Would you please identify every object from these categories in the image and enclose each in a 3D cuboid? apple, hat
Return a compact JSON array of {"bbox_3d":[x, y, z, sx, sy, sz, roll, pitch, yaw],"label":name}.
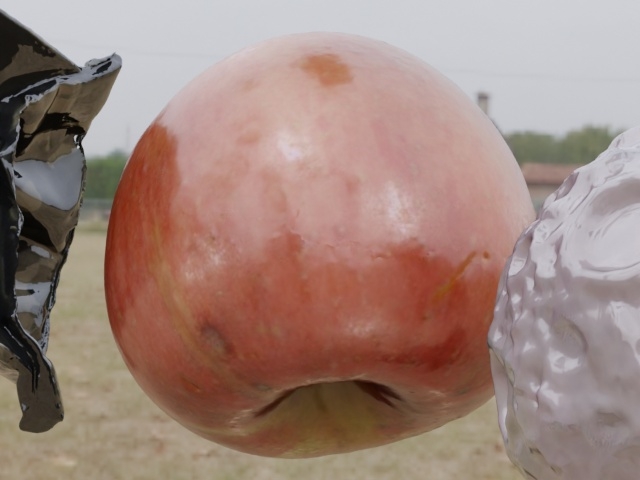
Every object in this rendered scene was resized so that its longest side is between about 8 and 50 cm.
[{"bbox_3d":[0.000,0.000,0.986,0.364,0.364,0.364,2,2,0],"label":"apple"},{"bbox_3d":[-0.335,-0.038,1.056,0.382,0.366,0.257,26,-28,-38],"label":"hat"}]

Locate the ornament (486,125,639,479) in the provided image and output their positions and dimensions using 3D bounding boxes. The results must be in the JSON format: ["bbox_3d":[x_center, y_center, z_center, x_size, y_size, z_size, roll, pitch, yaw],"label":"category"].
[{"bbox_3d":[0.216,0.052,0.614,0.259,0.225,0.259,17,-25,8],"label":"ornament"}]
